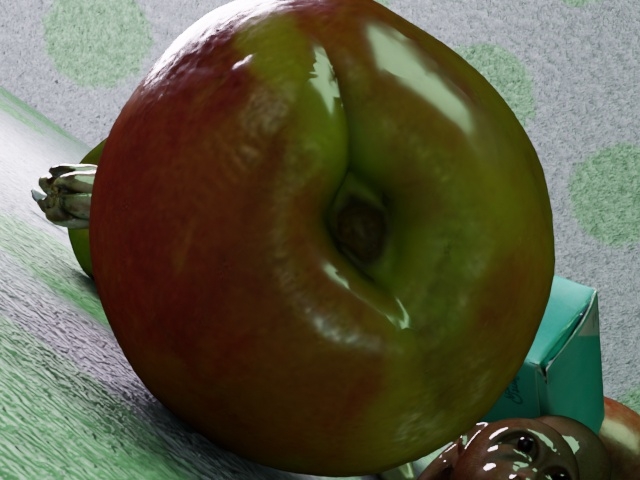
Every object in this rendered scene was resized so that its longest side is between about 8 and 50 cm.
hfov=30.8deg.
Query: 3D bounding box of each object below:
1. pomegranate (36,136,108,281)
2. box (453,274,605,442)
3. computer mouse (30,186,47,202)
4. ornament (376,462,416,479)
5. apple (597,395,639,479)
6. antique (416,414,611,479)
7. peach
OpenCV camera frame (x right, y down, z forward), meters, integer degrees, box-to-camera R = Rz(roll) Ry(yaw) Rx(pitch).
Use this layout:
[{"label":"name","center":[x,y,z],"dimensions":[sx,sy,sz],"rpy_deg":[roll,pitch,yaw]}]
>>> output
[{"label":"pomegranate","center":[-0.152,-0.024,0.991],"dimensions":[0.209,0.180,0.180],"rpy_deg":[7,21,-48]},{"label":"box","center":[0.134,0.103,1.205],"dimensions":[0.311,0.118,0.205],"rpy_deg":[22,-34,35]},{"label":"computer mouse","center":[-0.124,0.036,1.191],"dimensions":[0.379,0.090,0.167],"rpy_deg":[33,-1,-5]},{"label":"ornament","center":[0.011,0.100,1.039],"dimensions":[0.230,0.061,0.245],"rpy_deg":[66,-6,-23]},{"label":"apple","center":[0.291,0.262,1.283],"dimensions":[0.188,0.188,0.174],"rpy_deg":[35,3,5]},{"label":"antique","center":[0.175,0.212,0.985],"dimensions":[0.121,0.143,0.257],"rpy_deg":[37,3,29]},{"label":"peach","center":[0.000,0.000,0.751],"dimensions":[0.308,0.308,0.332],"rpy_deg":[35,-4,-1]}]
